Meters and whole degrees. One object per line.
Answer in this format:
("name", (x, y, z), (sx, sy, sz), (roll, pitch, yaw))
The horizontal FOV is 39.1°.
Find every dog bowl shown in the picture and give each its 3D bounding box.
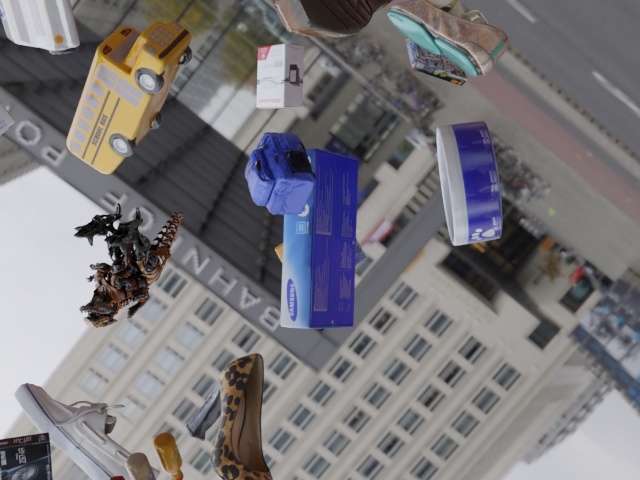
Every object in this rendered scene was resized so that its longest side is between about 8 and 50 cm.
("dog bowl", (0.323, -0.125, 1.971), (0.265, 0.104, 0.265), (-8, -90, -86))

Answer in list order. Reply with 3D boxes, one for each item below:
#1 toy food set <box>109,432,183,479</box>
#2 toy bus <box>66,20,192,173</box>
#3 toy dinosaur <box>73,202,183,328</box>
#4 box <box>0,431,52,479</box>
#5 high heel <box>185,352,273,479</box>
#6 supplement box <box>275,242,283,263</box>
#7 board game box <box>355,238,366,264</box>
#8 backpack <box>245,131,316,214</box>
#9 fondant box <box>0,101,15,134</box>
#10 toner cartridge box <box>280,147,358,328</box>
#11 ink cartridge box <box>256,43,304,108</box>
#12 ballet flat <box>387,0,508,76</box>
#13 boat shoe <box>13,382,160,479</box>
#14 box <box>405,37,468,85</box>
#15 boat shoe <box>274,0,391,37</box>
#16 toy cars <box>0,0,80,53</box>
("toy food set", (-0.291, 0.448, 1.519), (0.232, 0.111, 0.105), (-97, -4, -55))
("toy bus", (-0.339, -0.257, 1.582), (0.130, 0.333, 0.108), (35, -131, -3))
("toy dinosaur", (-0.427, 0.044, 2.003), (0.322, 0.164, 0.218), (-70, -36, -47))
("box", (-0.393, 0.297, 1.202), (0.067, 0.083, 0.018), (-5, -148, -20))
("high heel", (-0.107, 0.319, 1.521), (0.261, 0.186, 0.093), (40, -176, 37))
("supplement box", (-0.025, 0.099, 2.379), (0.233, 0.080, 0.078), (57, -165, 5))
("board game box", (0.056, 0.021, 2.082), (0.090, 0.020, 0.090), (-34, -80, -44))
("backpack", (-0.068, -0.116, 1.438), (0.101, 0.098, 0.120), (4, -129, -26))
("fondant box", (-0.664, -0.297, 1.430), (0.238, 0.096, 0.330), (15, 146, 47))
("toner cartridge box", (0.000, 0.000, 1.803), (0.075, 0.348, 0.165), (0, 176, 34))
("ink cartridge box", (-0.098, -0.395, 2.185), (0.063, 0.151, 0.109), (-3, -173, -42))
("ballet flat", (0.246, -0.399, 1.697), (0.107, 0.106, 0.316), (46, -179, -43))
("boat shoe", (-0.496, 0.413, 1.983), (0.367, 0.156, 0.136), (42, 168, 4))
("box", (0.254, -0.397, 1.970), (0.137, 0.027, 0.094), (13, -126, -28))
("boat shoe", (0.013, -0.370, 1.410), (0.123, 0.120, 0.324), (64, -147, -9))
("toy cars", (-0.402, -0.363, 1.112), (0.394, 0.087, 0.176), (62, 156, 19))
